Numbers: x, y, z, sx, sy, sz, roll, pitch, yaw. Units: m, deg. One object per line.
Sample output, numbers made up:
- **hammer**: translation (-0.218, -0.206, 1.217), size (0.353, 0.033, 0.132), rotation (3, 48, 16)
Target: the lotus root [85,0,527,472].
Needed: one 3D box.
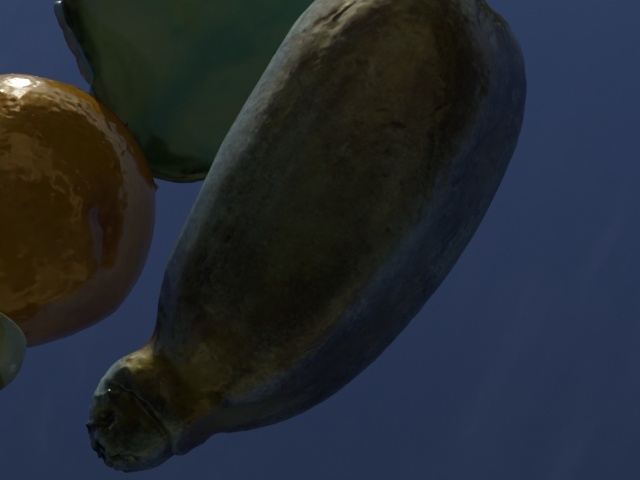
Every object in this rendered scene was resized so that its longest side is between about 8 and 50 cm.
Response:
- **lotus root**: translation (0.000, 0.000, 0.985), size (0.140, 0.158, 0.322), rotation (30, -101, 4)

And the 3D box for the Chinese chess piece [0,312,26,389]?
- **Chinese chess piece**: translation (-0.216, 0.058, 1.088), size (0.084, 0.084, 0.034), rotation (20, -115, 5)

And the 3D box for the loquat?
- **loquat**: translation (-0.218, -0.023, 1.329), size (0.208, 0.208, 0.208), rotation (1, -114, -3)

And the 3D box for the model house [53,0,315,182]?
- **model house**: translation (-0.094, -0.186, 1.550), size (0.261, 0.241, 0.226), rotation (-25, -79, -11)
